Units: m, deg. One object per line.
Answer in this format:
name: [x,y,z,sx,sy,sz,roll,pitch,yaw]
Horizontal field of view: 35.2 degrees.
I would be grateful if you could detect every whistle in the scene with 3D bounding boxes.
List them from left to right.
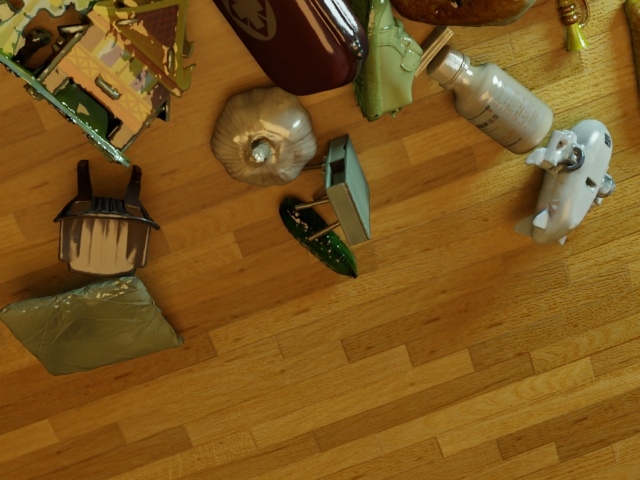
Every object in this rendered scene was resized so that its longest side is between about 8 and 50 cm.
whistle: [0.483,-0.416,1.901,0.057,0.046,0.109,-11,108,12]

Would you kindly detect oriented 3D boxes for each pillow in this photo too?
pillow: [-0.432,0.162,1.923,0.274,0.076,0.280,-15,147,4]

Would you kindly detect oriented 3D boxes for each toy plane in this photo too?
toy plane: [0.480,-0.114,1.964,0.267,0.123,0.266,-21,123,-37]

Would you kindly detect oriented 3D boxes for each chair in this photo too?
chair: [-0.378,-0.012,1.781,0.176,0.326,0.183,5,109,-11]

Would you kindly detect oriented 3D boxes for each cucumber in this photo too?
cucumber: [0.000,0.000,1.988,0.069,0.069,0.227,-41,116,9]

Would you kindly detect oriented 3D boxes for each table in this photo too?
table: [0.021,-0.086,1.863,0.111,0.240,0.121,-18,113,11]

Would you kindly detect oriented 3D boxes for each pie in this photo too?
pie: [0.241,-0.478,1.729,0.315,0.092,0.315,14,147,9]

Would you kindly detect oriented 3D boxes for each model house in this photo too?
model house: [-0.385,-0.353,1.733,0.358,0.242,0.313,41,85,-19]

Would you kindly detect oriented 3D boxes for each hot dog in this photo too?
hot dog: [0.644,-0.342,1.947,0.088,0.061,0.286,-19,113,12]

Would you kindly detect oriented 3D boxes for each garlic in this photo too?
garlic: [-0.097,-0.174,1.814,0.199,0.226,0.199,-1,109,-3]

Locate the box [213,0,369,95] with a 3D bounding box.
box: [-0.085,-0.420,1.700,0.108,0.263,0.404,-45,110,-24]

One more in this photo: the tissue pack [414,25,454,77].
tissue pack: [0.201,-0.355,1.874,0.023,0.056,0.108,37,103,-20]

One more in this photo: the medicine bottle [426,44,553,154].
medicine bottle: [0.313,-0.270,1.895,0.252,0.114,0.114,33,104,-20]

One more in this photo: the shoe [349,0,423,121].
shoe: [0.107,-0.343,1.808,0.128,0.140,0.262,-13,122,-22]
